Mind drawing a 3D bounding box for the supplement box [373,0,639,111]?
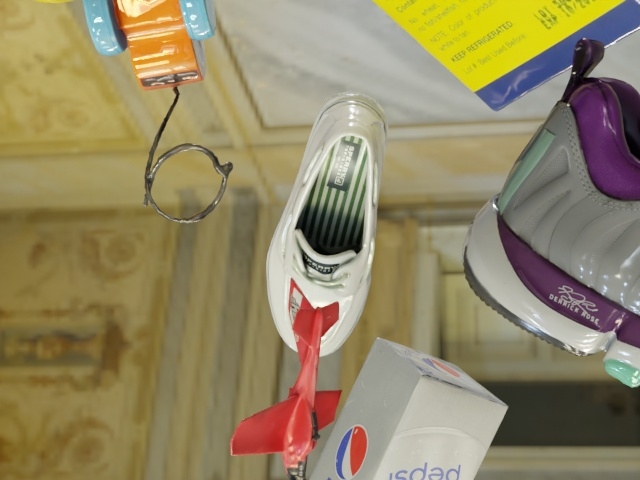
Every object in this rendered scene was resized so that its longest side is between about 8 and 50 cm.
[{"bbox_3d":[0.092,-0.299,1.012,0.356,0.194,0.195,41,-120,-14],"label":"supplement box"}]

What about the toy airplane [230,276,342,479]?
[{"bbox_3d":[-0.012,0.102,0.991,0.151,0.028,0.151,-19,-68,-60],"label":"toy airplane"}]

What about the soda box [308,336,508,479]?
[{"bbox_3d":[0.041,0.233,1.185,0.286,0.091,0.098,-65,26,6],"label":"soda box"}]

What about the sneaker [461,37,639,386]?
[{"bbox_3d":[0.157,0.021,0.459,0.083,0.224,0.098,-26,-38,-65],"label":"sneaker"}]

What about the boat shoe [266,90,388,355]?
[{"bbox_3d":[0.000,0.000,1.089,0.076,0.083,0.226,-76,-6,-63],"label":"boat shoe"}]

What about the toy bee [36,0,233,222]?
[{"bbox_3d":[-0.142,-0.185,1.165,0.162,0.195,0.298,-87,8,-78],"label":"toy bee"}]
